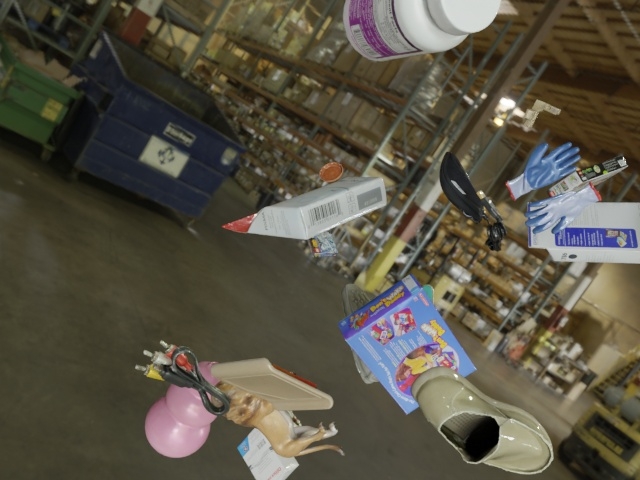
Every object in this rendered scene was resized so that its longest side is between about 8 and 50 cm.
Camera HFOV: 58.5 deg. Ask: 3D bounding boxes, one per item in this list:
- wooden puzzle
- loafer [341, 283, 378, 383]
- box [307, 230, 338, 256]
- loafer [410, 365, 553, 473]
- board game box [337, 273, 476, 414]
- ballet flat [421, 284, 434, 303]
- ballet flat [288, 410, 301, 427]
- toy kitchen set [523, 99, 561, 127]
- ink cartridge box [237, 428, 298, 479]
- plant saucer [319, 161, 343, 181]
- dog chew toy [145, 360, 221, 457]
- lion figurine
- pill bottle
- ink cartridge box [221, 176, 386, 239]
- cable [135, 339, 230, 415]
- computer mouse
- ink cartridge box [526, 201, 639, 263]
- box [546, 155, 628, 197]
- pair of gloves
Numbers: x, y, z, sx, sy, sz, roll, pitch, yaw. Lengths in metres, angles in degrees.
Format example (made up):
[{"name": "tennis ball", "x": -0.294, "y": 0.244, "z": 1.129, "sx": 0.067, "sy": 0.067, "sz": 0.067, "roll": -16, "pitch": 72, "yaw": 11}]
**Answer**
[{"name": "wooden puzzle", "x": -0.117, "y": 0.348, "z": 1.392, "sx": 0.221, "sy": 0.044, "sz": 0.239, "roll": -17, "pitch": -46, "yaw": 41}, {"name": "loafer", "x": 0.122, "y": 0.288, "z": 1.784, "sx": 0.112, "sy": 0.111, "sz": 0.319, "roll": 9, "pitch": 52, "yaw": -35}, {"name": "box", "x": 0.000, "y": 0.000, "z": 2.114, "sx": 0.094, "sy": 0.027, "sz": 0.137, "roll": -1, "pitch": 52, "yaw": -24}, {"name": "loafer", "x": 0.242, "y": 0.285, "z": 0.838, "sx": 0.268, "sy": 0.102, "sz": 0.092, "roll": 32, "pitch": 25, "yaw": -18}, {"name": "board game box", "x": 0.236, "y": 0.283, "z": 1.523, "sx": 0.347, "sy": 0.233, "sz": 0.078, "roll": 53, "pitch": 5, "yaw": -30}, {"name": "ballet flat", "x": 0.322, "y": 0.217, "z": 1.741, "sx": 0.057, "sy": 0.168, "sz": 0.052, "roll": 8, "pitch": -26, "yaw": 13}, {"name": "ballet flat", "x": -0.116, "y": 0.606, "z": 1.948, "sx": 0.077, "sy": 0.091, "sz": 0.241, "roll": 27, "pitch": -23, "yaw": 39}, {"name": "toy kitchen set", "x": 0.663, "y": -0.373, "z": 1.726, "sx": 0.075, "sy": 0.083, "sz": 0.068, "roll": 35, "pitch": 27, "yaw": 27}, {"name": "ink cartridge box", "x": -0.188, "y": 0.766, "z": 2.030, "sx": 0.190, "sy": 0.139, "sz": 0.082, "roll": 50, "pitch": 22, "yaw": 27}, {"name": "plant saucer", "x": 0.037, "y": -0.230, "z": 1.936, "sx": 0.083, "sy": 0.083, "sz": 0.013, "roll": 38, "pitch": -14, "yaw": 37}, {"name": "dog chew toy", "x": -0.411, "y": 0.522, "z": 1.810, "sx": 0.206, "sy": 0.332, "sz": 0.206, "roll": 31, "pitch": 14, "yaw": -9}, {"name": "lion figurine", "x": -0.126, "y": 0.523, "z": 1.646, "sx": 0.392, "sy": 0.240, "sz": 0.142, "roll": 55, "pitch": 9, "yaw": -9}, {"name": "pill bottle", "x": 0.178, "y": -0.425, "z": 1.040, "sx": 0.169, "sy": 0.169, "sz": 0.301, "roll": 30, "pitch": -3, "yaw": -28}, {"name": "ink cartridge box", "x": -0.059, "y": -0.104, "z": 1.600, "sx": 0.308, "sy": 0.091, "sz": 0.385, "roll": -25, "pitch": 22, "yaw": -38}, {"name": "cable", "x": -0.328, "y": 0.352, "z": 1.489, "sx": 0.287, "sy": 0.139, "sz": 0.072, "roll": 40, "pitch": 14, "yaw": -33}, {"name": "computer mouse", "x": 0.328, "y": -0.092, "z": 1.284, "sx": 0.262, "sy": 0.060, "sz": 0.184, "roll": 64, "pitch": 4, "yaw": 14}, {"name": "ink cartridge box", "x": 0.721, "y": -0.023, "z": 1.515, "sx": 0.333, "sy": 0.165, "sz": 0.065, "roll": 3, "pitch": -36, "yaw": 16}, {"name": "box", "x": 0.735, "y": -0.171, "z": 1.574, "sx": 0.036, "sy": 0.207, "sz": 0.114, "roll": 65, "pitch": -30, "yaw": 13}, {"name": "pair of gloves", "x": 0.474, "y": -0.107, "z": 1.172, "sx": 0.198, "sy": 0.159, "sz": 0.023, "roll": 52, "pitch": 17, "yaw": -22}]
